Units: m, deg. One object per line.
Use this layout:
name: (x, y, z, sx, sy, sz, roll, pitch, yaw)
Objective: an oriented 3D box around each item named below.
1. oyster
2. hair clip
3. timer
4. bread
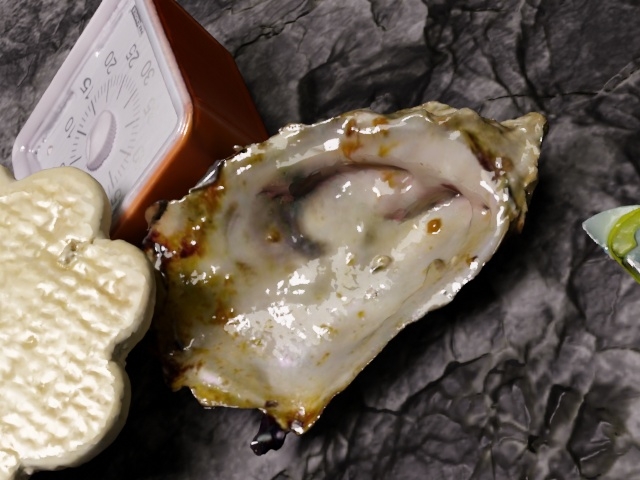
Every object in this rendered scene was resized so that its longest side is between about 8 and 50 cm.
oyster: (0.007, -0.009, 0.766, 0.361, 0.096, 0.221, -42, 80, 3)
hair clip: (0.261, 0.030, 0.654, 0.060, 0.033, 0.188, -37, 46, -1)
timer: (-0.185, -0.076, 0.904, 0.250, 0.161, 0.257, -38, 48, 14)
bread: (-0.275, 0.072, 0.751, 0.315, 0.054, 0.316, -4, 63, 8)
